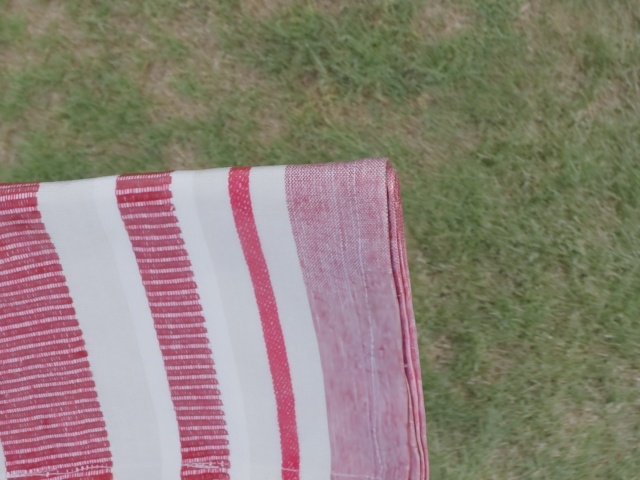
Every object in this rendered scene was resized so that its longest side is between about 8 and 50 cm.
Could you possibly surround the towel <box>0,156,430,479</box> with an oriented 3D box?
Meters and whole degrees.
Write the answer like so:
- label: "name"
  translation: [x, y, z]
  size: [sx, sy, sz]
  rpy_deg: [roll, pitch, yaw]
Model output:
- label: "towel"
  translation: [-0.102, 0.070, 0.652]
  size: [0.329, 0.037, 0.237]
  rpy_deg: [-3, 115, 13]
